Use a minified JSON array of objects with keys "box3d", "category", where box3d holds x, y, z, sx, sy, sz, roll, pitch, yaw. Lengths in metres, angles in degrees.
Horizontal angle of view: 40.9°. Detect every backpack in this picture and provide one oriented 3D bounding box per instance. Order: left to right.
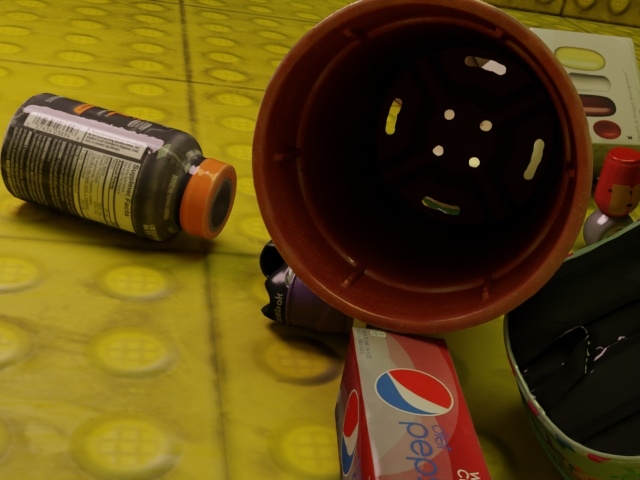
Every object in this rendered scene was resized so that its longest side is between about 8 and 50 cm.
[{"box3d":[0.284,0.097,0.696,0.253,0.191,0.225,-21,45,0],"category":"backpack"}]

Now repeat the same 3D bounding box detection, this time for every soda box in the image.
[{"box3d":[0.064,0.169,0.614,0.083,0.092,0.263,8,25,-7],"category":"soda box"}]

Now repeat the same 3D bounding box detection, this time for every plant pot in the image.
[{"box3d":[0.113,-0.084,0.795,0.272,0.272,0.265,18,17,14],"category":"plant pot"}]

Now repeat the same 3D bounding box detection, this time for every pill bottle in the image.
[{"box3d":[-0.221,-0.075,0.970,0.246,0.130,0.130,17,26,12],"category":"pill bottle"}]

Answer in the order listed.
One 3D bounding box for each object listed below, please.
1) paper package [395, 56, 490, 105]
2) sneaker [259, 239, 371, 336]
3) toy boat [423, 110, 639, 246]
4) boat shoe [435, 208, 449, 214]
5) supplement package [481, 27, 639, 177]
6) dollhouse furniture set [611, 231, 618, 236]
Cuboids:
[{"box3d":[0.311,-0.312,1.629,0.309,0.168,0.325,0,26,-21],"category":"paper package"},{"box3d":[0.000,0.000,0.936,0.124,0.107,0.283,5,25,2],"category":"sneaker"},{"box3d":[0.275,-0.079,1.175,0.318,0.148,0.267,17,35,25],"category":"toy boat"},{"box3d":[0.117,-0.011,1.021,0.065,0.083,0.183,3,26,-15],"category":"boat shoe"},{"box3d":[0.391,-0.214,1.372,0.203,0.194,0.149,-1,-16,-24],"category":"supplement package"},{"box3d":[0.361,0.057,0.920,0.129,0.129,0.184,21,27,20],"category":"dollhouse furniture set"}]
